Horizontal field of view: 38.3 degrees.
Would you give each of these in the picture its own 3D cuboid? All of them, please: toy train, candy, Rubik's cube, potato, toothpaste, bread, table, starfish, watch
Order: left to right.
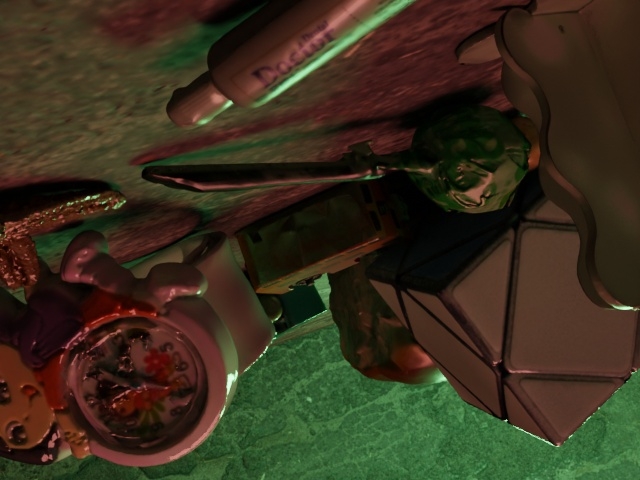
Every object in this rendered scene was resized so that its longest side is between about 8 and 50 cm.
[{"bbox_3d":[-0.216,0.006,0.570,0.213,0.057,0.238,-28,-179,-18],"label":"starfish"},{"bbox_3d":[-0.179,0.077,0.800,0.244,0.196,0.231,-26,-167,7],"label":"watch"},{"bbox_3d":[-0.085,0.101,1.283,0.154,0.107,0.198,-23,174,-31],"label":"toy train"},{"bbox_3d":[0.000,0.000,0.942,0.188,0.072,0.099,-23,171,18],"label":"toy train"},{"bbox_3d":[0.023,-0.056,0.690,0.323,0.097,0.097,-6,166,-29],"label":"candy"},{"bbox_3d":[0.027,-0.117,0.412,0.255,0.037,0.067,-28,163,28],"label":"toothpaste"},{"bbox_3d":[0.149,0.063,1.162,0.250,0.225,0.279,-16,175,-15],"label":"bread"},{"bbox_3d":[0.181,-0.085,0.866,0.068,0.062,0.083,12,168,22],"label":"potato"},{"bbox_3d":[0.205,0.049,0.937,0.205,0.207,0.205,-40,-168,-11],"label":"Rubik's cube"},{"bbox_3d":[0.198,-0.062,0.588,0.166,0.198,0.166,-19,171,-3],"label":"table"}]
